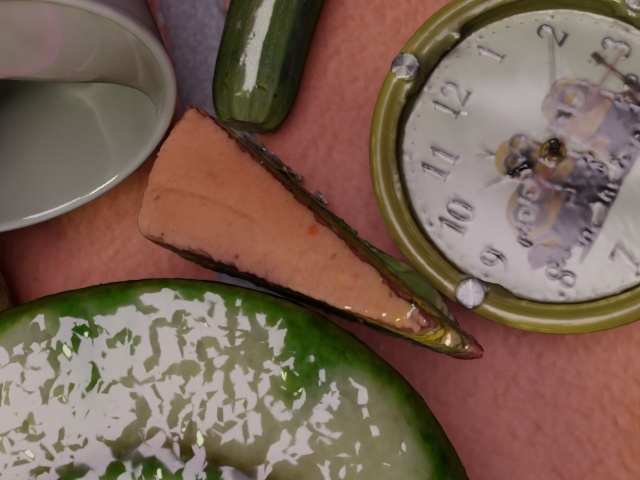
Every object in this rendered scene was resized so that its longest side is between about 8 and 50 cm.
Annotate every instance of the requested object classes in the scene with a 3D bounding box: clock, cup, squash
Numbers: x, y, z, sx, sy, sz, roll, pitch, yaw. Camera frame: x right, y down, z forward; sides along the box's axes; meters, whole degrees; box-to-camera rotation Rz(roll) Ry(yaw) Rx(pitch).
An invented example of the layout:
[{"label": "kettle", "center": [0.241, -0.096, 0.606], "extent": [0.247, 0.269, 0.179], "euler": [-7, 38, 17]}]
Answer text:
[{"label": "clock", "center": [0.148, -0.055, 0.640], "extent": [0.237, 0.057, 0.237], "euler": [-2, 79, 8]}, {"label": "cup", "center": [-0.234, -0.189, 0.629], "extent": [0.212, 0.212, 0.317], "euler": [-25, 63, 5]}, {"label": "squash", "center": [-0.021, -0.185, 0.686], "extent": [0.066, 0.066, 0.229], "euler": [14, 85, 12]}]

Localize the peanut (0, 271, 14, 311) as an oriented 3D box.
[{"label": "peanut", "center": [-0.324, 0.007, 0.674], "extent": [0.313, 0.149, 0.149], "euler": [33, 88, 8]}]

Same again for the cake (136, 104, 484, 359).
[{"label": "cake", "center": [-0.013, 0.017, 0.602], "extent": [0.225, 0.109, 0.090], "euler": [40, 93, 34]}]

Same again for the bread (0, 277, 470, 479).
[{"label": "bread", "center": [-0.092, 0.199, 0.563], "extent": [0.382, 0.129, 0.366], "euler": [37, 85, -2]}]
